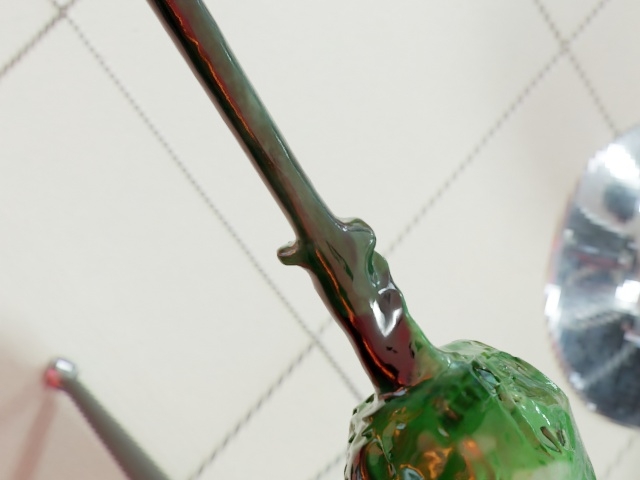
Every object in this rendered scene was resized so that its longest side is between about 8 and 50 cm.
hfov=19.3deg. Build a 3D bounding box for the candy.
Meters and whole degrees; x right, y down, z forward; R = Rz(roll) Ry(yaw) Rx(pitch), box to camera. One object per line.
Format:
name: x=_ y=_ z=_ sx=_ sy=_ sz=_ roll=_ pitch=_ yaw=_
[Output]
candy: x=0.001 y=-0.002 z=0.630 sx=0.097 sy=0.097 sz=0.323 roll=-42 pitch=116 yaw=-23
